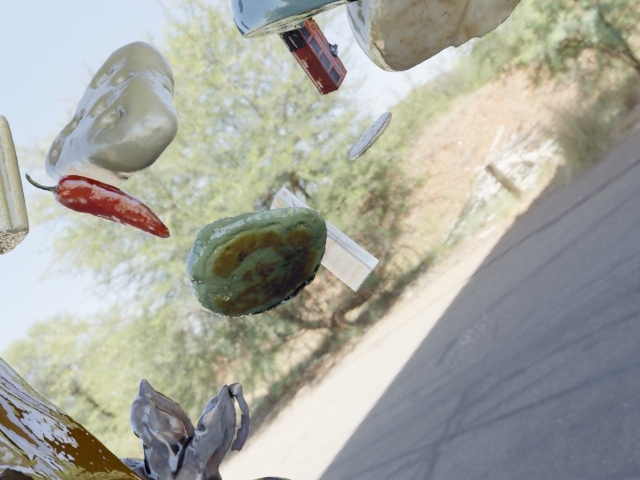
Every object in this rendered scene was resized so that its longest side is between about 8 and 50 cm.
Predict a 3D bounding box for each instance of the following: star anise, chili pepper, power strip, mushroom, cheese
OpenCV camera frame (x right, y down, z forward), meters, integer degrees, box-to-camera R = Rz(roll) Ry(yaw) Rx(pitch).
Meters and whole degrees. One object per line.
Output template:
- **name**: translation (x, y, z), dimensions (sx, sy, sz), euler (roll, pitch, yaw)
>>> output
- **star anise**: translation (-0.110, 0.232, 0.660), dimensions (0.229, 0.236, 0.093), euler (-16, -17, 16)
- **chili pepper**: translation (-0.396, -0.069, 1.360), dimensions (0.063, 0.272, 0.071), euler (-120, 51, -72)
- **power strip**: translation (-0.004, -0.230, 0.695), dimensions (0.137, 0.044, 0.216), euler (-24, 14, -35)
- **mushroom**: translation (0.129, -0.356, 0.953), dimensions (0.254, 0.189, 0.195), euler (-37, 41, -12)
- **cheese**: translation (-0.356, -0.251, 1.443), dimensions (0.328, 0.130, 0.350), euler (4, 59, 50)

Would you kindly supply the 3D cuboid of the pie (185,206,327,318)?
- **pie**: translation (-0.091, 0.028, 1.143), dimensions (0.241, 0.054, 0.240), euler (-21, -38, -18)

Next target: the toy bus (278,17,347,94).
- **toy bus**: translation (-0.028, -0.431, 1.643), dimensions (0.074, 0.235, 0.096), euler (-15, 41, 33)

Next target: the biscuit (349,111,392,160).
- **biscuit**: translation (0.117, -0.245, 1.765), dimensions (0.152, 0.020, 0.152), euler (-49, 12, 13)

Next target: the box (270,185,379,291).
- **box**: translation (0.001, -0.001, 1.391), dimensions (0.032, 0.220, 0.122), euler (-49, -6, -25)

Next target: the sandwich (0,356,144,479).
- **sandwich**: translation (-0.234, 0.130, 0.537), dimensions (0.063, 0.212, 0.245), euler (-49, -41, -2)

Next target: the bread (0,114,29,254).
- **bread**: translation (-0.482, -0.076, 1.110), dimensions (0.060, 0.178, 0.139), euler (-8, -15, -39)
